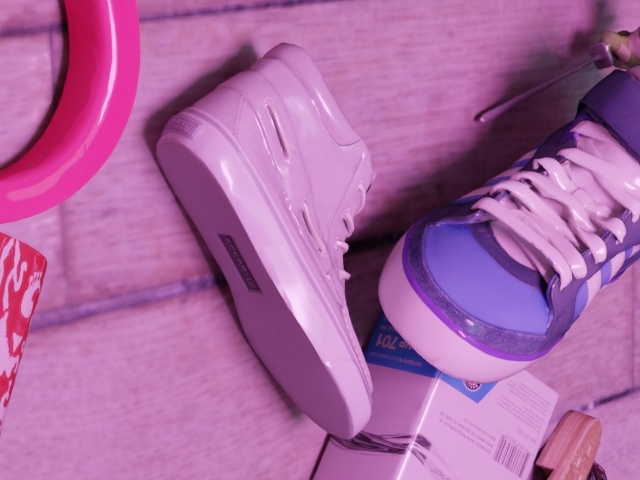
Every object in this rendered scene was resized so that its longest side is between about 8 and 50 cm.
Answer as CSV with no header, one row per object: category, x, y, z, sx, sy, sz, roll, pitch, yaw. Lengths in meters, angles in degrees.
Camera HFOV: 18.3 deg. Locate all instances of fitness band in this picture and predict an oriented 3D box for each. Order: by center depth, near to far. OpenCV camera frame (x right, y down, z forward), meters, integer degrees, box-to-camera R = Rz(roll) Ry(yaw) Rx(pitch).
fitness band,-0.200,-0.147,1.105,0.209,0.054,0.291,-33,120,-40

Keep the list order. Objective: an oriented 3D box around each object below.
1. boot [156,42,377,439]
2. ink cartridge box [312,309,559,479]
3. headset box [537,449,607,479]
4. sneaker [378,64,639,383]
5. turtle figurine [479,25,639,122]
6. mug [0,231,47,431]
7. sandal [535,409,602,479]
boot,0.000,0.000,1.296,0.123,0.095,0.258,-40,123,-25
ink cartridge box,0.075,0.164,1.411,0.139,0.082,0.191,36,73,-43
headset box,0.205,0.205,1.554,0.062,0.032,0.083,42,24,-40
sneaker,0.187,-0.044,1.359,0.236,0.130,0.323,-52,165,29
turtle figurine,0.247,-0.239,1.505,0.266,0.274,0.198,-23,91,-62
mug,-0.223,0.078,1.101,0.113,0.150,0.169,19,77,-9
sandal,0.170,0.233,1.419,0.240,0.079,0.088,-61,154,-26
